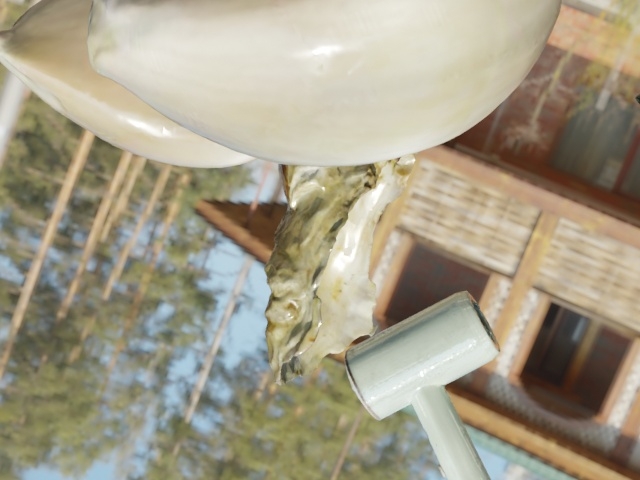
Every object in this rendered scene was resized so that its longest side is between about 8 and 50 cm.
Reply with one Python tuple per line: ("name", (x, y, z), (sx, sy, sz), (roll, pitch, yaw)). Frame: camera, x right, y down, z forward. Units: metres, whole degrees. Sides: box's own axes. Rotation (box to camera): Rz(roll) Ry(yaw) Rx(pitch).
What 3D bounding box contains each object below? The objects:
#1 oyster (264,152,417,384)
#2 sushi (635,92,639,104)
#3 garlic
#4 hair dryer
("oyster", (0.005, -0.008, 0.921), (0.107, 0.233, 0.161), (20, -178, 9))
("sushi", (0.367, -0.133, 1.108), (0.127, 0.225, 0.124), (17, 146, -4))
("garlic", (-0.002, -0.125, 0.659), (0.325, 0.132, 0.279), (-33, -155, -26))
("hair dryer", (0.124, 0.173, 1.069), (0.236, 0.131, 0.073), (66, -168, 22))
